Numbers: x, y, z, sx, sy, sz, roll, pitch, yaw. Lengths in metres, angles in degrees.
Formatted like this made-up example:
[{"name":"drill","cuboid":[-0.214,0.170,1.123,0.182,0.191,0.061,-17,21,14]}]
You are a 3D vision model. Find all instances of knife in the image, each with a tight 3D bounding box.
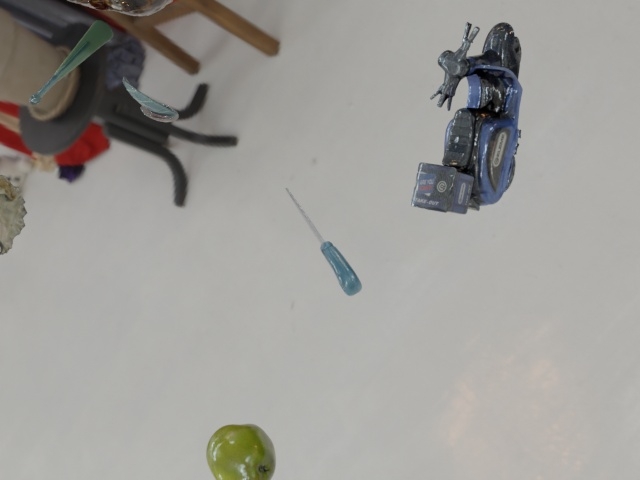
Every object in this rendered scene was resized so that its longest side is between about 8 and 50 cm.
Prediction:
[{"name":"knife","cuboid":[0.001,0.001,1.445,0.032,0.058,0.244,-34,53,-2]}]

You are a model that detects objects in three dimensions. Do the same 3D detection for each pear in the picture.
[{"name":"pear","cuboid":[-0.093,0.267,1.056,0.092,0.092,0.097,-57,46,11]}]

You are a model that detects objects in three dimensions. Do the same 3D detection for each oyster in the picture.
[{"name":"oyster","cuboid":[-0.486,-0.039,1.320,0.045,0.146,0.121,-6,90,4]}]

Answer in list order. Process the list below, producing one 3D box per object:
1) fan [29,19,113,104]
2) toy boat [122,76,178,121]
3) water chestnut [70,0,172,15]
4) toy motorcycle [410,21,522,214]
[{"name":"fan","cuboid":[-0.399,-0.284,1.386,0.193,0.038,0.016,-57,15,-27]},{"name":"toy boat","cuboid":[-0.334,-0.269,1.670,0.096,0.122,0.034,15,77,27]},{"name":"water chestnut","cuboid":[-0.323,-0.486,1.332,0.289,0.289,0.244,-64,23,5]},{"name":"toy motorcycle","cuboid":[0.277,-0.222,1.551,0.125,0.213,0.358,13,94,41]}]
